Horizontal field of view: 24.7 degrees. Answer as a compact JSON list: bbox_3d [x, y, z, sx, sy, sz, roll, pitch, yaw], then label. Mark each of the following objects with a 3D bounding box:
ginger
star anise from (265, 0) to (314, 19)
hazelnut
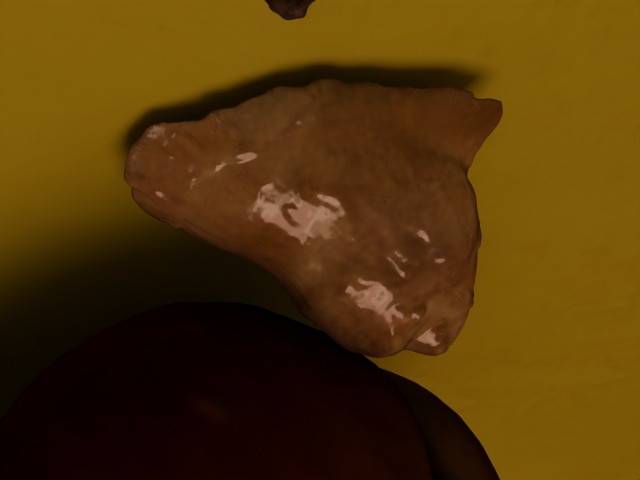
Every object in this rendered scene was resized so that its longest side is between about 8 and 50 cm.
[{"bbox_3d":[-0.004,-0.002,0.736,0.193,0.123,0.115,-1,162,-21],"label":"ginger"},{"bbox_3d":[0.010,-0.138,0.596,0.141,0.042,0.141,-16,150,-10],"label":"star anise"},{"bbox_3d":[-0.057,0.218,0.819,0.359,0.359,0.409,-8,166,-20],"label":"hazelnut"}]
